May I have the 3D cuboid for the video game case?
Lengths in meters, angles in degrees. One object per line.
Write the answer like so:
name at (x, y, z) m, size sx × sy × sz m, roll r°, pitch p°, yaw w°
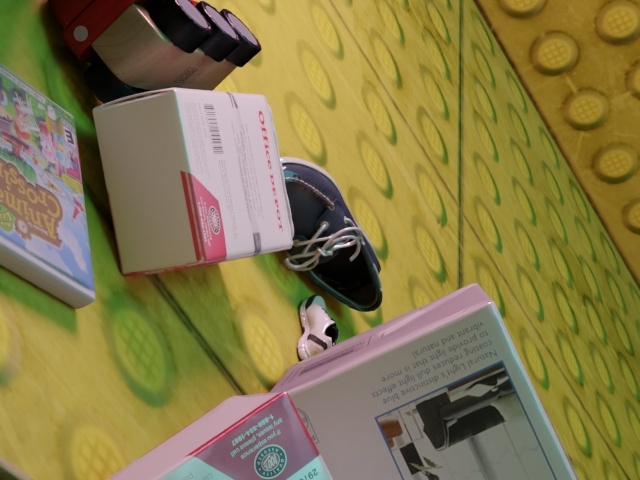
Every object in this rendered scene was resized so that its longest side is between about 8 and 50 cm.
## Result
video game case at (-0.257, -0.067, 1.185) m, size 0.212 × 0.023 × 0.193 m, roll 39°, pitch 32°, yaw -51°

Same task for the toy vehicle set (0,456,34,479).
toy vehicle set at (-0.234, 0.224, 0.873) m, size 0.166 × 0.035 × 0.267 m, roll 46°, pitch 27°, yaw -43°

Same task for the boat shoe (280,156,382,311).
boat shoe at (0.000, 0.000, 1.674) m, size 0.254 × 0.095 × 0.079 m, roll 55°, pitch 8°, yaw -50°

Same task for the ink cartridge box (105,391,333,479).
ink cartridge box at (-0.054, 0.255, 1.090) m, size 0.172 × 0.100 × 0.237 m, roll -32°, pitch 99°, yaw -30°

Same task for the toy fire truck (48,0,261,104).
toy fire truck at (-0.184, -0.259, 1.462) m, size 0.246 × 0.158 × 0.217 m, roll 50°, pitch 14°, yaw 10°

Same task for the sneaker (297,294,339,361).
sneaker at (0.002, 0.096, 1.631) m, size 0.040 × 0.043 × 0.109 m, roll 51°, pitch 22°, yaw -30°

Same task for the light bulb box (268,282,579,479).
light bulb box at (0.130, 0.250, 1.389) m, size 0.358 × 0.225 × 0.361 m, roll -7°, pitch 73°, yaw -85°

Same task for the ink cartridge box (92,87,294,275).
ink cartridge box at (-0.113, -0.056, 1.400) m, size 0.218 × 0.092 × 0.159 m, roll -10°, pitch 89°, yaw -68°
